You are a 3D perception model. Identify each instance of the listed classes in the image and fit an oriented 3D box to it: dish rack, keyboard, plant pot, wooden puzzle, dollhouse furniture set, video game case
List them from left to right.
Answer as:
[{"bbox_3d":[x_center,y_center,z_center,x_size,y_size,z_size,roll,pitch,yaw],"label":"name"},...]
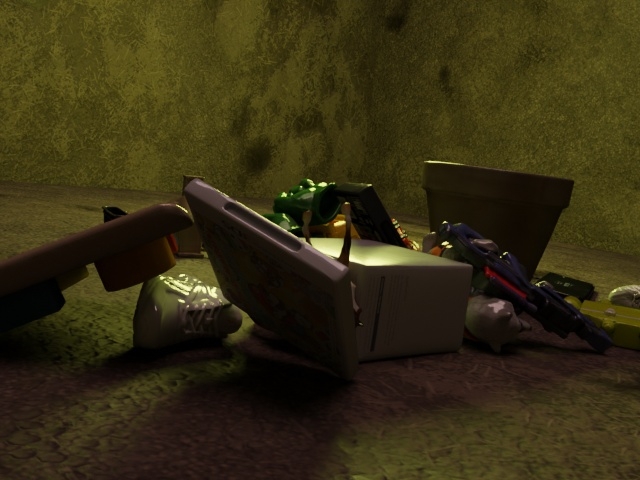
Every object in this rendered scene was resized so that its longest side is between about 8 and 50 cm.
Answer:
[{"bbox_3d":[-0.310,0.033,0.931,0.322,0.080,0.348,-21,7,-7],"label":"wooden puzzle"},{"bbox_3d":[-0.390,-0.030,1.777,0.272,0.074,0.208,4,8,-25],"label":"dish rack"},{"bbox_3d":[-0.253,-0.056,1.669,0.161,0.182,0.101,4,7,-25],"label":"dollhouse furniture set"},{"bbox_3d":[-0.050,0.051,0.812,0.206,0.026,0.227,30,-26,24],"label":"video game case"},{"bbox_3d":[0.117,0.008,1.330,0.035,0.248,0.275,-31,8,-4],"label":"video game case"},{"bbox_3d":[0.373,-0.019,1.601,0.323,0.280,0.323,6,7,-1],"label":"plant pot"},{"bbox_3d":[0.565,0.110,1.786,0.201,0.033,0.317,17,9,23],"label":"keyboard"}]

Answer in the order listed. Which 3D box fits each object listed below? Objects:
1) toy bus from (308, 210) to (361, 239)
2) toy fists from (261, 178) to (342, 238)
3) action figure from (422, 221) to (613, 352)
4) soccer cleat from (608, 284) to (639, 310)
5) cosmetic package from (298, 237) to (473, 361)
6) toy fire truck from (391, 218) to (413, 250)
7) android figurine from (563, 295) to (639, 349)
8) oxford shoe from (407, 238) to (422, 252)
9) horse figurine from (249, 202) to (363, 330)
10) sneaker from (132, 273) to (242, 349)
[{"bbox_3d":[0.000,0.000,1.746,0.211,0.149,0.220,-17,18,-35],"label":"toy bus"},{"bbox_3d":[-0.070,-0.041,1.637,0.142,0.096,0.279,-3,40,43],"label":"toy fists"},{"bbox_3d":[0.298,0.111,1.218,0.341,0.178,0.330,37,14,-1],"label":"action figure"},{"bbox_3d":[0.722,0.141,1.549,0.196,0.068,0.076,12,11,18],"label":"soccer cleat"},{"bbox_3d":[0.063,0.078,1.073,0.225,0.138,0.224,3,8,-41],"label":"cosmetic package"},{"bbox_3d":[0.170,0.009,1.967,0.047,0.135,0.192,49,11,-25],"label":"toy fire truck"},{"bbox_3d":[0.565,0.152,1.335,0.248,0.056,0.273,10,6,24],"label":"android figurine"},{"bbox_3d":[0.224,0.036,1.983,0.076,0.076,0.212,-26,19,-13],"label":"oxford shoe"},{"bbox_3d":[-0.029,0.061,0.959,0.066,0.174,0.263,10,-23,-39],"label":"horse figurine"},{"bbox_3d":[-0.162,0.092,0.935,0.115,0.090,0.232,12,8,9],"label":"sneaker"}]
